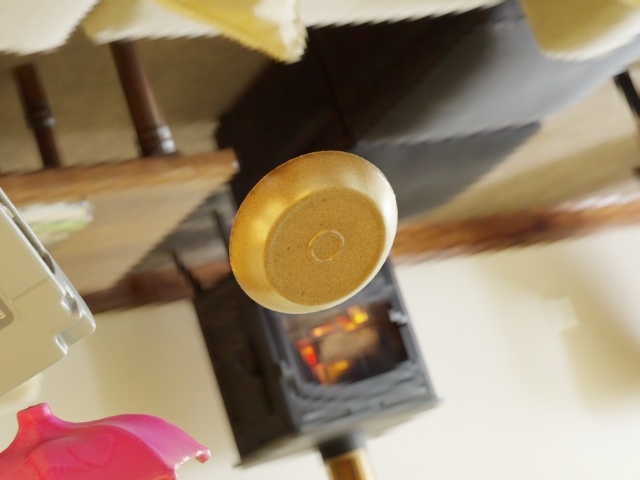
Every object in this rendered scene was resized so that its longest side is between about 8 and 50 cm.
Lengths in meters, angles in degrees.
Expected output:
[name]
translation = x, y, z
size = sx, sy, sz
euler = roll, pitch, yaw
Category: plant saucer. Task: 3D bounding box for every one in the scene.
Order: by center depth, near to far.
[plant saucer]
translation = 0.000, 0.000, 0.720
size = 0.083, 0.015, 0.083
euler = -11, 120, -19

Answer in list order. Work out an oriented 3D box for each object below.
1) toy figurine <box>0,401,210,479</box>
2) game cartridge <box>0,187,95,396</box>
[toy figurine]
translation = -0.048, 0.124, 0.433
size = 0.130, 0.159, 0.173
euler = -10, 134, -45
[game cartridge]
translation = -0.303, 0.002, 1.019
size = 0.196, 0.060, 0.294
euler = -33, 122, -3
